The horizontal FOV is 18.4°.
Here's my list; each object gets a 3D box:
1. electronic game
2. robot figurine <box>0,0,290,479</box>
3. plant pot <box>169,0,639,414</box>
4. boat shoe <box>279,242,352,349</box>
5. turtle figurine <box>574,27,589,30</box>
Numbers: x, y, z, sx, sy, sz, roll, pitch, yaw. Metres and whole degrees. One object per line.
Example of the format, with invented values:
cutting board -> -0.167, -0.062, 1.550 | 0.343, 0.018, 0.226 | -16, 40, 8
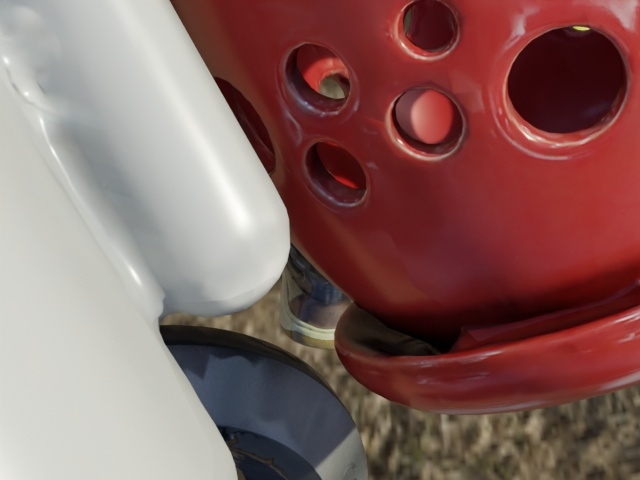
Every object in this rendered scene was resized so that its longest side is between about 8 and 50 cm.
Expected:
electronic game -> -0.088, 0.121, 0.721 | 0.229, 0.048, 0.229 | -17, 135, -17
robot figurine -> -0.158, 0.027, 0.504 | 0.300, 0.200, 0.353 | -31, 93, -11
plant pot -> 0.061, -0.050, 0.599 | 0.191, 0.191, 0.174 | -18, 101, 9
boat shoe -> 0.000, 0.000, 1.115 | 0.056, 0.152, 0.049 | 8, 124, -16
turtle figurine -> 0.117, -0.126, 1.216 | 0.269, 0.087, 0.217 | 22, 149, 33
